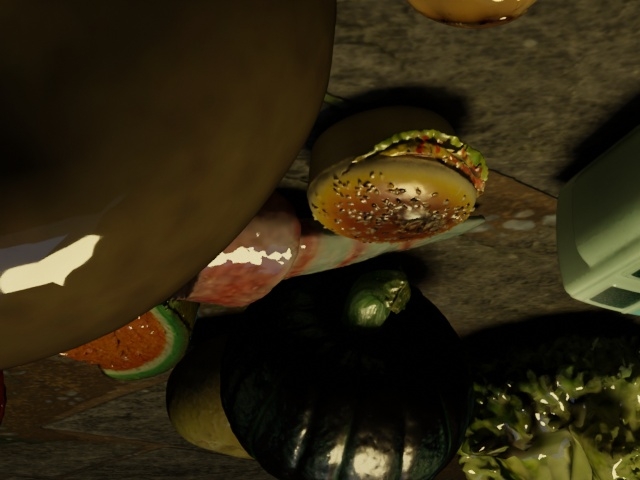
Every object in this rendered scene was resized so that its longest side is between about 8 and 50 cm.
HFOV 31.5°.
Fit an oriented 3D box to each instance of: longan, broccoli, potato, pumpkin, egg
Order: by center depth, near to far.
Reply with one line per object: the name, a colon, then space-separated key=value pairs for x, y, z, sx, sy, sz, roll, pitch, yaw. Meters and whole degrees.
longan: x=-0.162 y=-0.071 z=0.517 sx=0.350 sy=0.288 sz=0.288 roll=-13 pitch=158 yaw=0
egg: x=0.082 y=-0.151 z=0.618 sx=0.083 sy=0.071 sz=0.071 roll=2 pitch=161 yaw=22
pumpkin: x=0.035 y=0.111 z=1.075 sx=0.248 sy=0.248 sz=0.248 roll=-3 pitch=158 yaw=-1
potato: x=-0.048 y=0.169 z=1.283 sx=0.251 sy=0.159 sz=0.174 roll=-16 pitch=180 yaw=9
broccoli: x=0.306 y=0.263 z=1.390 sx=0.293 sy=0.281 sz=0.348 roll=-20 pitch=152 yaw=34

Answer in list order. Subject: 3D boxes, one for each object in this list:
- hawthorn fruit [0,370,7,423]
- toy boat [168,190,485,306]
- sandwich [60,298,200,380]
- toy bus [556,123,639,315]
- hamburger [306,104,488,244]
hawthorn fruit: x=-0.430 y=0.146 z=1.018 sx=0.316 sy=0.316 sz=0.316 roll=-3 pitch=158 yaw=-1
toy boat: x=0.000 y=0.000 z=0.995 sx=0.282 sy=0.096 sz=0.206 roll=-8 pitch=168 yaw=-23
sandwich: x=-0.199 y=0.072 z=1.136 sx=0.159 sy=0.079 sz=0.235 roll=8 pitch=154 yaw=-2
toy bus: x=0.299 y=-0.032 z=0.861 sx=0.164 sy=0.133 sz=0.271 roll=8 pitch=158 yaw=-16
hamburger: x=0.058 y=-0.044 z=0.853 sx=0.141 sy=0.081 sz=0.126 roll=-21 pitch=151 yaw=22
